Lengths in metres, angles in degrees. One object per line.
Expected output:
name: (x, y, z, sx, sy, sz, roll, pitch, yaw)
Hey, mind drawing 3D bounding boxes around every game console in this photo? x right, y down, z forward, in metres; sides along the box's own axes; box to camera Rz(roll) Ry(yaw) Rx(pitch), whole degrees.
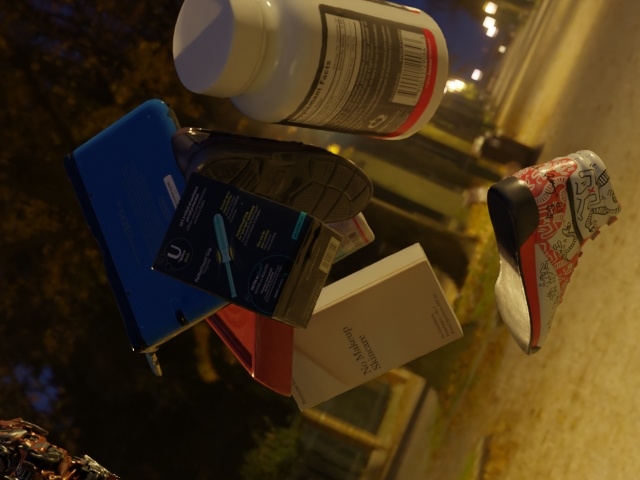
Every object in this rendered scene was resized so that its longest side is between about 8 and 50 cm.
game console: (-0.217, 0.003, 1.467, 0.250, 0.293, 0.173, -30, -17, 19)

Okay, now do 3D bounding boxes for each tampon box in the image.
tampon box: (-0.080, 0.013, 1.217, 0.120, 0.161, 0.101, -67, -23, -5)

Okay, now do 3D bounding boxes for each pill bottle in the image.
pill bottle: (0.000, 0.000, 1.777, 0.160, 0.087, 0.087, -30, -4, 3)
pill bottle: (-0.011, -0.225, 1.343, 0.318, 0.176, 0.176, 4, -62, -39)

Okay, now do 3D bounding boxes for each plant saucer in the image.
plant saucer: (-0.114, 0.053, 1.528, 0.258, 0.047, 0.259, 42, 136, 49)

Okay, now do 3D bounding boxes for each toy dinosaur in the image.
toy dinosaur: (-0.246, 0.287, 1.112, 0.218, 0.322, 0.164, -13, -70, -63)

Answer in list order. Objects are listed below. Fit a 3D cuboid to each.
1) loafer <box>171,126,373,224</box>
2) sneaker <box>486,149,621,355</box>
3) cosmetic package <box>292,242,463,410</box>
loafer: (-0.057, -0.094, 1.406, 0.302, 0.095, 0.109, 8, -56, -44)
sneaker: (0.281, 0.016, 1.278, 0.145, 0.090, 0.270, -24, -47, -11)
cosmetic package: (0.069, 0.148, 1.883, 0.309, 0.160, 0.113, -27, 15, 5)
